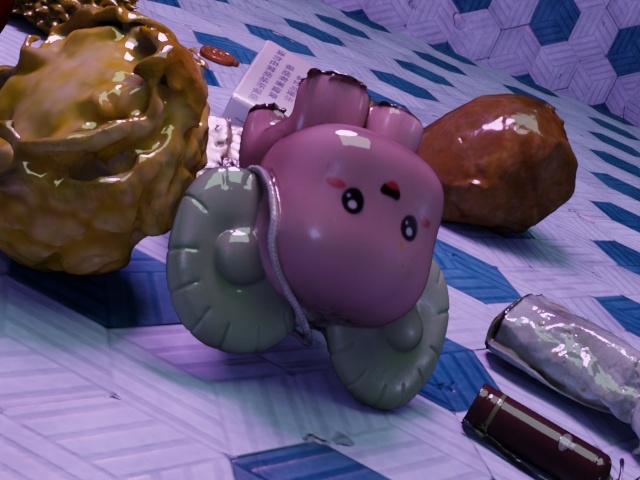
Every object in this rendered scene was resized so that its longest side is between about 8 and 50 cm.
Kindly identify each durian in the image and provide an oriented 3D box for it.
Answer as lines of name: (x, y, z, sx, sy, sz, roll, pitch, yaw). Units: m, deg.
durian: (-0.427, -0.403, 1.691, 0.306, 0.172, 0.166, 12, -4, -10)

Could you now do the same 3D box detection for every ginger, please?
ginger: (0.258, -0.123, 1.624, 0.269, 0.223, 0.200, 17, 23, -26)

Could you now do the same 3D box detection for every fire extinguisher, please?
fire extinguisher: (0.203, 0.185, 0.956, 0.158, 0.043, 0.064, 30, 49, 20)

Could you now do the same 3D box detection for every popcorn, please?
popcorn: (-0.204, -0.086, 0.933, 0.190, 0.250, 0.250, 54, 1, -31)

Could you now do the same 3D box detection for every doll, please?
doll: (0.000, 0.000, 0.957, 0.284, 0.268, 0.216, 25, -24, -25)

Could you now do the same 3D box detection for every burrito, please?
burrito: (0.294, 0.136, 1.140, 0.229, 0.089, 0.144, 32, 22, 29)

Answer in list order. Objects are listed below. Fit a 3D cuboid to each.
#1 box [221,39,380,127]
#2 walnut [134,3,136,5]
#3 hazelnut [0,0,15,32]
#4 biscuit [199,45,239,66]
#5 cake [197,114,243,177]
box: (0.001, -0.163, 1.521, 0.259, 0.071, 0.168, 27, 43, -4)
walnut: (-0.395, -0.437, 1.838, 0.180, 0.144, 0.144, 18, 17, -43)
hazelnut: (-0.478, -0.328, 1.301, 0.229, 0.229, 0.229, 21, 18, -7)
biscuit: (-0.189, -0.349, 2.028, 0.078, 0.015, 0.091, 21, 18, -7)
cake: (-0.099, 0.003, 1.104, 0.112, 0.135, 0.246, 9, 51, -14)
